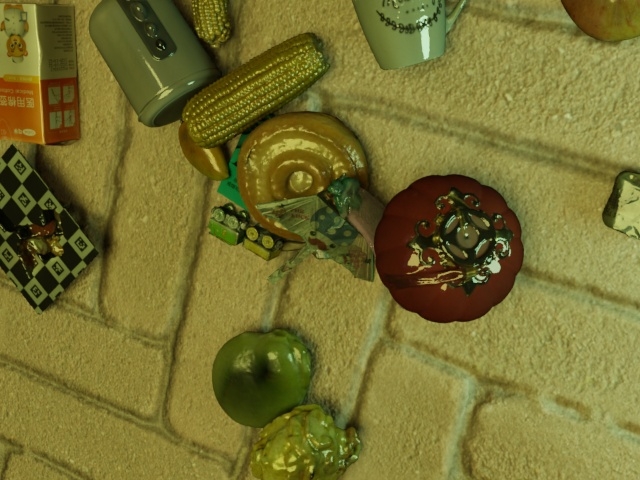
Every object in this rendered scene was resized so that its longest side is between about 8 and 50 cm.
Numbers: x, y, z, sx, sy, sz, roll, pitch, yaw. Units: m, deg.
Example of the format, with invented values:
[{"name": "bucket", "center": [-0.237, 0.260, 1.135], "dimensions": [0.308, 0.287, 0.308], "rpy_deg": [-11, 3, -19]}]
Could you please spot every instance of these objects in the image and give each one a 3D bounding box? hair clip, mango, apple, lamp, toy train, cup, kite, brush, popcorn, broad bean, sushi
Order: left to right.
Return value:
[{"name": "sushi", "center": [-0.753, -0.032, 2.225], "dimensions": [0.343, 0.064, 0.359], "rpy_deg": [-39, 90, 35]}, {"name": "mango", "center": [-0.273, -0.213, 1.966], "dimensions": [0.101, 0.066, 0.187], "rpy_deg": [-40, 77, 34]}, {"name": "toy train", "center": [-0.175, -0.017, 1.980], "dimensions": [0.202, 0.060, 0.081], "rpy_deg": [28, 120, 22]}, {"name": "broad bean", "center": [-0.141, 0.325, 2.026], "dimensions": [0.238, 0.119, 0.291], "rpy_deg": [38, 117, 0]}, {"name": "brush", "center": [-0.030, 0.013, 1.956], "dimensions": [0.196, 0.021, 0.070], "rpy_deg": [1, 104, 25]}, {"name": "popcorn", "center": [-0.030, 0.507, 1.968], "dimensions": [0.266, 0.192, 0.233], "rpy_deg": [-14, 117, -7]}, {"name": "kite", "center": [0.000, 0.000, 1.848], "dimensions": [0.335, 0.011, 0.314], "rpy_deg": [36, 114, -22]}, {"name": "hair clip", "center": [0.127, 0.000, 1.796], "dimensions": [0.096, 0.110, 0.358], "rpy_deg": [-35, 110, 20]}, {"name": "cup", "center": [0.194, -0.476, 1.668], "dimensions": [0.258, 0.186, 0.234], "rpy_deg": [-17, 106, -2]}, {"name": "lamp", "center": [0.256, 0.015, 1.694], "dimensions": [0.303, 0.257, 0.303], "rpy_deg": [2, 80, -10]}, {"name": "apple", "center": [0.541, -0.482, 1.488], "dimensions": [0.261, 0.194, 0.260], "rpy_deg": [7, 106, 24]}]

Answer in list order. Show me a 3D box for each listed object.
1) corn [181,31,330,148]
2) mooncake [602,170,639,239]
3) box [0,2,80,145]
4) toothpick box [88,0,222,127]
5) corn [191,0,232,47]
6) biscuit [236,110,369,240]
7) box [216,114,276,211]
[{"name": "corn", "center": [-0.138, -0.324, 1.829], "dimensions": [0.344, 0.131, 0.131], "rpy_deg": [-29, 90, 9]}, {"name": "mooncake", "center": [0.617, -0.067, 1.625], "dimensions": [0.130, 0.073, 0.125], "rpy_deg": [23, 108, 15]}, {"name": "box", "center": [-0.728, -0.409, 2.083], "dimensions": [0.225, 0.143, 0.341], "rpy_deg": [8, 107, 22]}, {"name": "toothpick box", "center": [-0.381, -0.435, 1.879], "dimensions": [0.229, 0.229, 0.316], "rpy_deg": [-33, 88, 26]}, {"name": "corn", "center": [-0.246, -0.572, 1.867], "dimensions": [0.086, 0.086, 0.288], "rpy_deg": [1, 100, 23]}, {"name": "biscuit", "center": [-0.040, -0.136, 1.842], "dimensions": [0.296, 0.102, 0.296], "rpy_deg": [2, 113, 6]}, {"name": "box", "center": [-0.126, -0.169, 1.936], "dimensions": [0.161, 0.042, 0.226], "rpy_deg": [32, 113, 12]}]
